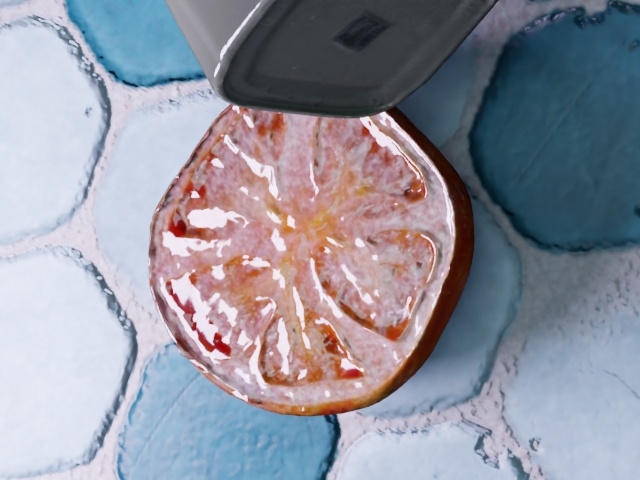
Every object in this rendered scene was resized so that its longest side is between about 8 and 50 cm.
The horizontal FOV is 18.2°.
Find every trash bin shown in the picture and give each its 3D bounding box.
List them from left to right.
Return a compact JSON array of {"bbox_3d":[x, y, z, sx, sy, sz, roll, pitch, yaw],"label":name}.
[{"bbox_3d":[-0.018,-0.224,1.266,0.220,0.219,0.250,-49,54,37],"label":"trash bin"}]

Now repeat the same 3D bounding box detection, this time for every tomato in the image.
[{"bbox_3d":[0.000,0.000,1.368,0.236,0.095,0.237,0,91,21],"label":"tomato"}]
